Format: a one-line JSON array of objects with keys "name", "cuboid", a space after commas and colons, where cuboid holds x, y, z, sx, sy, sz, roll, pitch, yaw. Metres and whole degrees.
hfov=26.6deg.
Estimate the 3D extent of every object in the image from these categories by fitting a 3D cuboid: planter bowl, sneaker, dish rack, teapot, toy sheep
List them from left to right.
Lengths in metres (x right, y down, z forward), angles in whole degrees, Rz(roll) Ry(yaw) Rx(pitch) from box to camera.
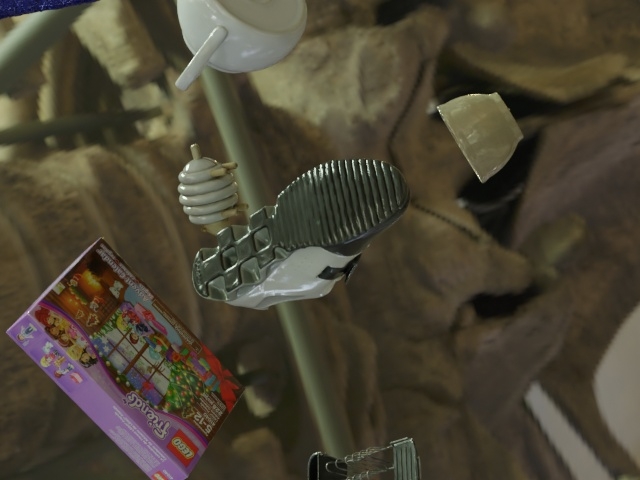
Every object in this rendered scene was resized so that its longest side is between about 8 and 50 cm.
[{"name": "toy sheep", "cuboid": [-0.152, -0.069, 1.855, 0.091, 0.091, 0.132, -35, -65, -64]}, {"name": "teapot", "cuboid": [-0.161, -0.389, 2.441, 0.256, 0.187, 0.252, 0, -124, -36]}, {"name": "sneaker", "cuboid": [0.000, 0.000, 1.767, 0.146, 0.330, 0.122, 27, -133, -44]}, {"name": "dish rack", "cuboid": [0.076, 0.440, 2.262, 0.074, 0.271, 0.208, 10, -113, -30]}, {"name": "planter bowl", "cuboid": [0.296, -0.199, 2.440, 0.162, 0.109, 0.162, 59, -174, -9]}]

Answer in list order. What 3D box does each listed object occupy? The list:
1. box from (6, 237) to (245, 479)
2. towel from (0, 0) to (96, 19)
[{"name": "box", "cuboid": [-0.248, 0.159, 1.786, 0.293, 0.057, 0.201, 47, -145, -9]}, {"name": "towel", "cuboid": [-0.252, -0.357, 1.407, 0.076, 0.308, 0.228, -139, 37, -82]}]
